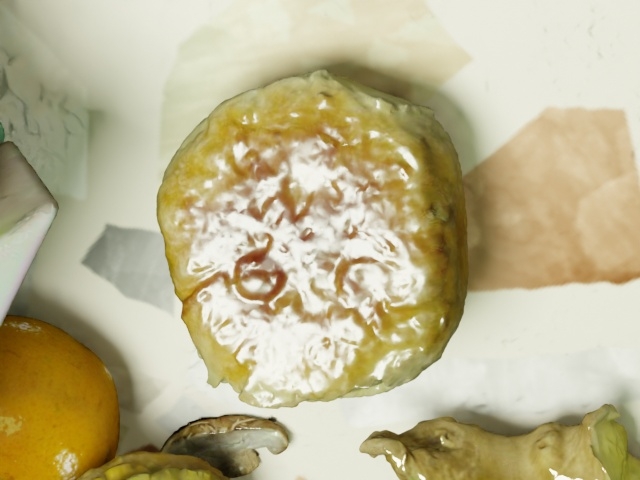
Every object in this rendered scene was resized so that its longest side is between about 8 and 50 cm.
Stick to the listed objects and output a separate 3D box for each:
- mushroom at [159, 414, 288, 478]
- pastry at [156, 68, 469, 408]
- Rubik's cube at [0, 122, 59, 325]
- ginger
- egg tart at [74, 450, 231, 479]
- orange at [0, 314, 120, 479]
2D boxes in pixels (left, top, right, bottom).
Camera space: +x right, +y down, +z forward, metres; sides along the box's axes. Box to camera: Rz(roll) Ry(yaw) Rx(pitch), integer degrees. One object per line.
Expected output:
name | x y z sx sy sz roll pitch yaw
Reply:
mushroom | -0.070 0.146 0.976 0.101 0.019 0.049 -17 115 20
pastry | 0.000 0.000 0.820 0.182 0.093 0.192 -14 91 12
Rubik's cube | -0.340 -0.006 0.735 0.387 0.368 0.358 5 144 33
ginger | 0.144 0.198 0.909 0.270 0.123 0.219 32 117 4
egg tart | -0.127 0.281 0.920 0.123 0.294 0.294 31 130 40
orange | -0.211 0.119 0.931 0.156 0.124 0.156 -4 127 -6
